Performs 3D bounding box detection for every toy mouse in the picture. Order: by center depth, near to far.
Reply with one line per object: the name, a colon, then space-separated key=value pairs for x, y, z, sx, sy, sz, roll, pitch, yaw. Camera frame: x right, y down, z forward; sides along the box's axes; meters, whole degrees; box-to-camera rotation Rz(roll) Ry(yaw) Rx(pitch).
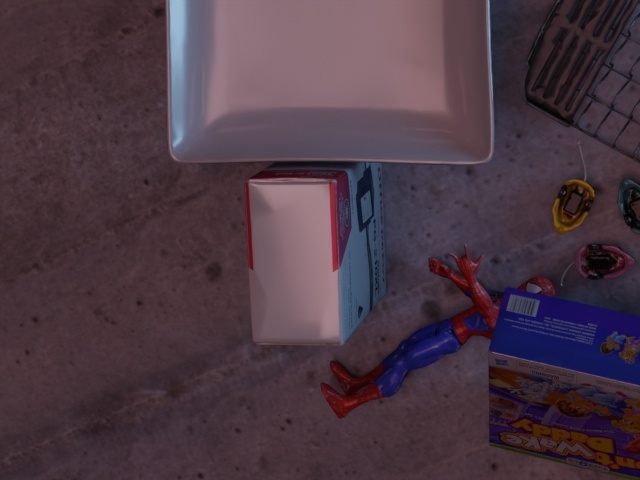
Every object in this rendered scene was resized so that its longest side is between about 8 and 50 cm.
toy mouse: x=0.316 y=-0.011 z=1.675 sx=0.143 sy=0.031 sz=0.161 roll=22 pitch=106 yaw=11

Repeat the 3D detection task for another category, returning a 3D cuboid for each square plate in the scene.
square plate: x=0.007 y=-0.251 z=1.587 sx=0.344 sy=0.049 sz=0.347 roll=1 pitch=98 yaw=15

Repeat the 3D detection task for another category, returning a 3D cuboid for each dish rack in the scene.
dish rack: x=0.350 y=-0.166 z=1.612 sx=0.271 sy=0.074 sz=0.208 roll=30 pitch=107 yaw=8

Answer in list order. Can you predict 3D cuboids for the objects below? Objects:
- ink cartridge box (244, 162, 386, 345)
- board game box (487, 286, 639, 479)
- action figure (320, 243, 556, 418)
ink cartridge box: x=0.000 y=0.000 z=1.661 sx=0.100 sy=0.237 sz=0.172 roll=0 pitch=101 yaw=13
board game box: x=0.349 y=0.171 z=1.604 sx=0.347 sy=0.233 sz=0.078 roll=12 pitch=62 yaw=14
action figure: x=0.115 y=0.079 z=1.716 sx=0.280 sy=0.091 sz=0.139 roll=-24 pitch=106 yaw=19
